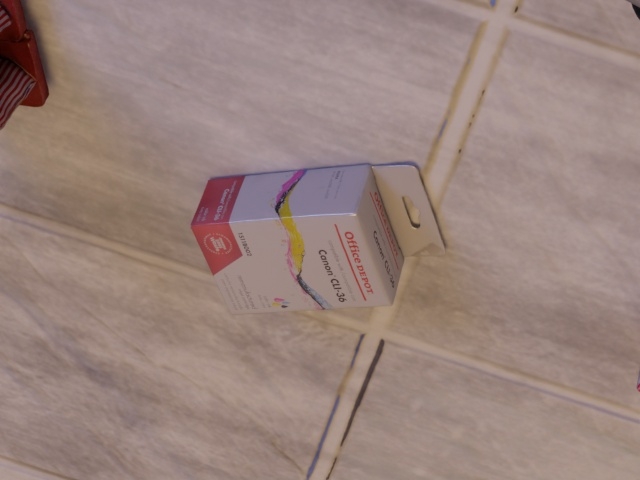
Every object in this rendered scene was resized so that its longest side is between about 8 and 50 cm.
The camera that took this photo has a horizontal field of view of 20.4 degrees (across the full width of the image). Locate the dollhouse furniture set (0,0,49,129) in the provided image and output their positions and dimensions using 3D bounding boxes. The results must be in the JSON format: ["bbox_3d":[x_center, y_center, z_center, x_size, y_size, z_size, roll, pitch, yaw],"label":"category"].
[{"bbox_3d":[-0.444,-0.131,1.492,0.374,0.201,0.152,7,136,20],"label":"dollhouse furniture set"}]

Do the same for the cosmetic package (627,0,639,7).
[{"bbox_3d":[0.151,-0.252,1.157,0.231,0.117,0.085,36,93,-37],"label":"cosmetic package"}]

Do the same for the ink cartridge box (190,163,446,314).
[{"bbox_3d":[0.000,0.000,1.566,0.198,0.067,0.115,-5,131,22],"label":"ink cartridge box"}]

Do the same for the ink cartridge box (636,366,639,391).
[{"bbox_3d":[0.416,0.093,1.504,0.237,0.100,0.172,23,136,-4],"label":"ink cartridge box"}]

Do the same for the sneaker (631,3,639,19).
[{"bbox_3d":[0.344,-0.219,1.204,0.135,0.097,0.276,16,146,-32],"label":"sneaker"}]
